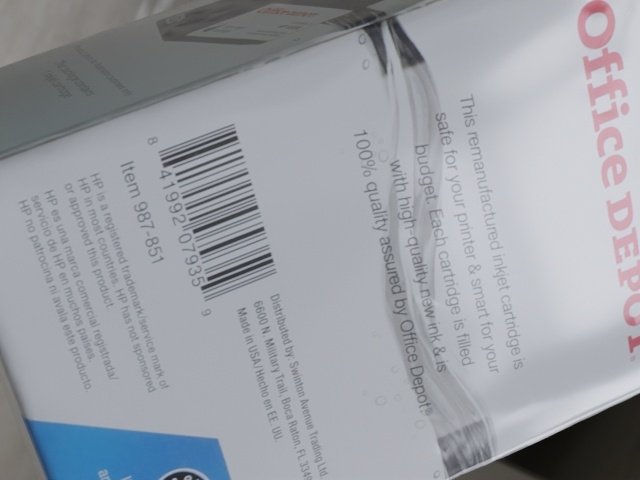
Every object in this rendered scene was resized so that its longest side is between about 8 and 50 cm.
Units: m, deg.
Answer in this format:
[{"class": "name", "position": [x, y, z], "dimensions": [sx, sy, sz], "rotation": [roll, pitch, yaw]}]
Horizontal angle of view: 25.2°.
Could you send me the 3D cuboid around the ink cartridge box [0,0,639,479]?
[{"class": "ink cartridge box", "position": [0.000, 0.000, 0.648], "dimensions": [0.129, 0.307, 0.223], "rotation": [40, -32, 60]}]
